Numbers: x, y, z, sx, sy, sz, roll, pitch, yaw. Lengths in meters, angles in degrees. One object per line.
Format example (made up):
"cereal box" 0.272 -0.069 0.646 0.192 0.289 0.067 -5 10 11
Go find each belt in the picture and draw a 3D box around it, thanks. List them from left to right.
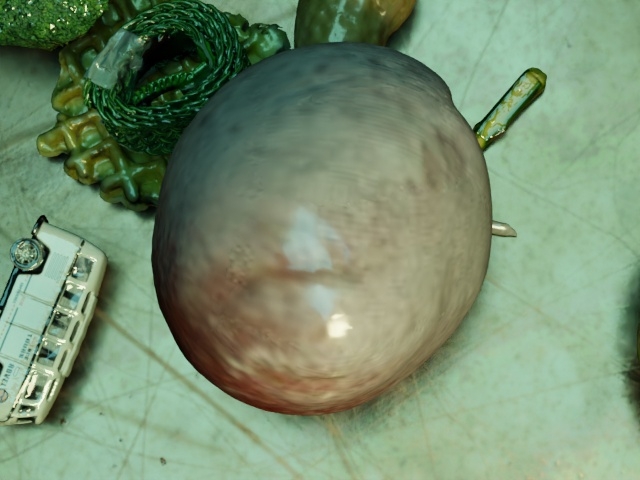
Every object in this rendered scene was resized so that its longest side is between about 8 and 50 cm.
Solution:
"belt" -0.134 -0.139 1.759 0.151 0.079 0.121 -31 67 -6

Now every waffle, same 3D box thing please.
"waffle" -0.141 -0.123 1.819 0.223 0.054 0.204 18 83 9

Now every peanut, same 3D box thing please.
"peanut" 0.031 -0.213 1.798 0.108 0.095 0.226 11 84 2

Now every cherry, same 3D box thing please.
"cherry" 0.006 -0.012 1.649 0.291 0.335 0.326 27 84 5

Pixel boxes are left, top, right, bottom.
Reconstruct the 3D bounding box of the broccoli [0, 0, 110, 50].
"broccoli" -0.282 -0.312 1.769 0.275 0.308 0.308 -13 78 -40

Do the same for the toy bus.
"toy bus" -0.258 0.079 1.785 0.089 0.087 0.194 21 82 -3

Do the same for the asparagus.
"asparagus" 0.169 -0.117 1.811 0.025 0.021 0.108 42 87 8

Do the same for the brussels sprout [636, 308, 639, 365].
"brussels sprout" 0.415 0.045 1.643 0.289 0.281 0.355 16 73 6
